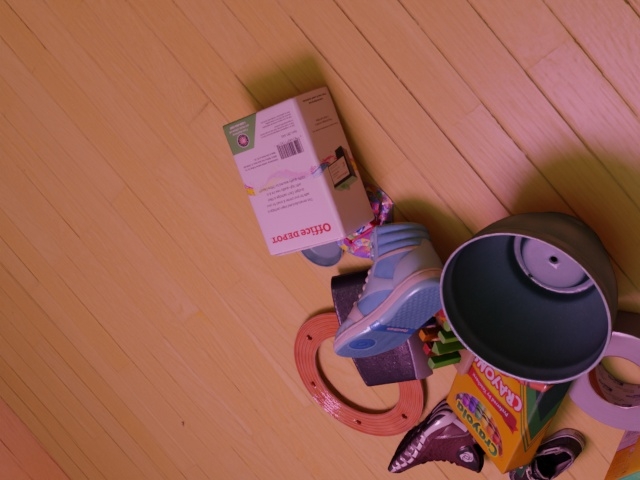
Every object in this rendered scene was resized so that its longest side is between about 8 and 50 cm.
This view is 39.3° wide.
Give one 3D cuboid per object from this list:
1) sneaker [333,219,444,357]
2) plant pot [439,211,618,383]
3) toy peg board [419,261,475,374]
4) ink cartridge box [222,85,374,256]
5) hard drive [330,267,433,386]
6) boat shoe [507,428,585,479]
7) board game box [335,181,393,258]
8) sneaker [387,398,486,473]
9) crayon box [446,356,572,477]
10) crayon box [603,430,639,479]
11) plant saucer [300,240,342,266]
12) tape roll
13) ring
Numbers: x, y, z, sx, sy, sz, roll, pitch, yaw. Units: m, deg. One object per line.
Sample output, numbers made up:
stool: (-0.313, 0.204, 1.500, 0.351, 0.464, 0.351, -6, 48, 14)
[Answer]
sneaker: (0.123, 0.085, 1.750, 0.319, 0.127, 0.208, -42, 48, 38)
plant pot: (0.379, 0.068, 1.537, 0.293, 0.196, 0.293, 19, 129, 25)
toy peg board: (0.235, 0.156, 1.732, 0.161, 0.079, 0.161, 58, 146, 39)
ink cartridge box: (-0.042, -0.130, 1.737, 0.201, 0.117, 0.278, -14, 99, 41)
hard drive: (0.121, 0.184, 1.871, 0.172, 0.054, 0.255, -13, 103, 30)
boat shoe: (0.450, 0.458, 1.838, 0.078, 0.070, 0.219, 42, 135, 5)
board game box: (0.074, -0.035, 1.788, 0.133, 0.033, 0.169, 15, 120, 21)
sneaker: (0.267, 0.473, 1.965, 0.162, 0.106, 0.281, 35, 137, 2)
crayon box: (0.354, 0.305, 1.740, 0.202, 0.081, 0.319, 51, 144, 39)
crayon box: (0.640, 0.366, 1.570, 0.081, 0.165, 0.278, 47, 135, 0)
plant saucer: (0.000, 0.000, 1.891, 0.119, 0.021, 0.119, 19, 129, 25)
tape roll: (0.548, 0.235, 1.614, 0.219, 0.072, 0.219, 19, 128, 26)
ring: (0.086, 0.301, 2.028, 0.336, 0.032, 0.337, 19, 130, 25)
